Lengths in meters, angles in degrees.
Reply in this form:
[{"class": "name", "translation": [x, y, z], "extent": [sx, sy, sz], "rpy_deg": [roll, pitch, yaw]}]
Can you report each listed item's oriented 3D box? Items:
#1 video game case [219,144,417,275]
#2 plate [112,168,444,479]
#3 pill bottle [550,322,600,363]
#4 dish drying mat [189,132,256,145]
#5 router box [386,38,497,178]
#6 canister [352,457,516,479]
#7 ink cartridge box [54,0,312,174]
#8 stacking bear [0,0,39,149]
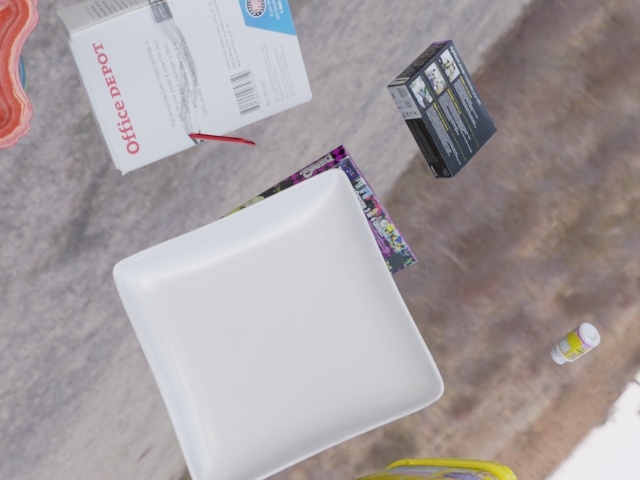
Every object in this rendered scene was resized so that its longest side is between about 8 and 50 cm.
[{"class": "video game case", "translation": [0.000, 0.000, 1.536], "extent": [0.210, 0.232, 0.042], "rpy_deg": [-31, -142, 8]}, {"class": "plate", "translation": [-0.047, 0.098, 1.127], "extent": [0.277, 0.278, 0.045], "rpy_deg": [-24, 165, -4]}, {"class": "pill bottle", "translation": [0.425, 0.175, 1.766], "extent": [0.043, 0.043, 0.083], "rpy_deg": [-39, 175, -48]}, {"class": "dish drying mat", "translation": [-0.127, -0.132, 1.369], "extent": [0.032, 0.083, 0.008], "rpy_deg": [8, 90, -63]}, {"class": "router box", "translation": [0.196, -0.207, 1.674], "extent": [0.046, 0.179, 0.133], "rpy_deg": [2, -140, 51]}, {"class": "canister", "translation": [0.083, 0.224, 0.867], "extent": [0.170, 0.126, 0.073], "rpy_deg": [12, 76, -65]}, {"class": "ink cartridge box", "translation": [-0.195, -0.265, 1.519], "extent": [0.307, 0.129, 0.223], "rpy_deg": [-23, 124, -12]}, {"class": "stacking bear", "translation": [-0.397, -0.172, 1.167], "extent": [0.289, 0.164, 0.175], "rpy_deg": [167, -74, -76]}]
